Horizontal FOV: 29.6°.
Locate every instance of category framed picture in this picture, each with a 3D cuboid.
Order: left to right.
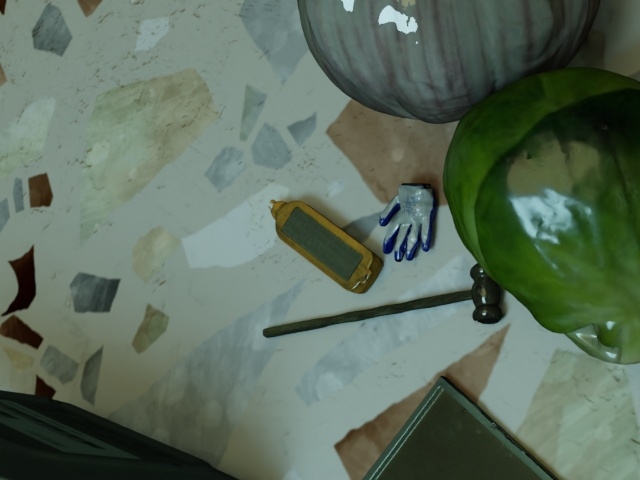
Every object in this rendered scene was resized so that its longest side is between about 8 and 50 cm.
[{"bbox_3d":[0.142,0.270,1.135,0.250,0.016,0.184,40,99,37],"label":"framed picture"}]

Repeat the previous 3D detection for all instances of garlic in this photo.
[{"bbox_3d":[0.115,-0.239,1.164,0.317,0.259,0.317,-18,31,11],"label":"garlic"}]

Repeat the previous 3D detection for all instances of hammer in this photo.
[{"bbox_3d":[0.056,0.077,1.258,0.292,0.029,0.058,-14,65,34],"label":"hammer"}]

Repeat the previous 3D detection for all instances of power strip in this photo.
[{"bbox_3d":[0.000,0.000,1.319,0.178,0.028,0.049,37,98,38],"label":"power strip"}]

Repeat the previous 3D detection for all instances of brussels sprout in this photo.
[{"bbox_3d":[0.236,-0.023,1.051,0.219,0.210,0.271,-26,81,-1],"label":"brussels sprout"}]

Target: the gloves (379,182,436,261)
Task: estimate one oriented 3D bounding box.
[{"bbox_3d":[0.090,-0.019,1.264,0.064,0.026,0.086,1,80,37],"label":"gloves"}]

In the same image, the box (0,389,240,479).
[{"bbox_3d":[-0.293,0.232,1.222,0.396,0.396,0.111,15,87,37],"label":"box"}]
